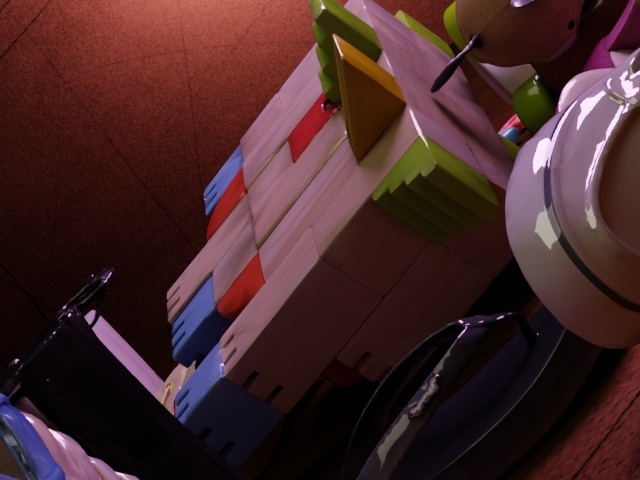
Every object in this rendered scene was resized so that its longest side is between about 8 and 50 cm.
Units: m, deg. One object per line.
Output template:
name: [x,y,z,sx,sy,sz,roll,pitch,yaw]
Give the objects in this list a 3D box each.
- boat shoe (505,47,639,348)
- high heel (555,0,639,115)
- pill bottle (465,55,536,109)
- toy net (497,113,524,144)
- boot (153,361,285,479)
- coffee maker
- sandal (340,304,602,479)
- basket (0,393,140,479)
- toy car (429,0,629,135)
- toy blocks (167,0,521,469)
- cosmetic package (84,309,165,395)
boat shoe: [0.169,-0.051,0.715,0.267,0.096,0.088,-39,-6,-48]
high heel: [0.168,-0.056,0.940,0.244,0.082,0.117,-72,-4,-50]
pill bottle: [0.210,-0.185,1.228,0.208,0.117,0.117,-44,5,3]
toy net: [0.132,-0.079,1.395,0.232,0.045,0.122,-45,6,0]
boot: [-0.097,0.133,1.257,0.203,0.095,0.262,-41,16,34]
coffee maker: [-0.102,0.129,0.884,0.171,0.178,0.120,-50,9,-20]
sandal: [0.035,0.099,0.745,0.254,0.054,0.097,-44,6,6]
basket: [-0.169,0.173,0.610,0.255,0.201,0.289,-44,-38,17]
toy car: [0.145,-0.141,1.065,0.155,0.149,0.188,-43,-7,31]
toy blocks: [0.000,0.000,1.096,0.261,0.191,0.381,-51,20,16]
cosmetic package: [-0.247,0.198,1.586,0.197,0.155,0.365,-43,4,-3]
